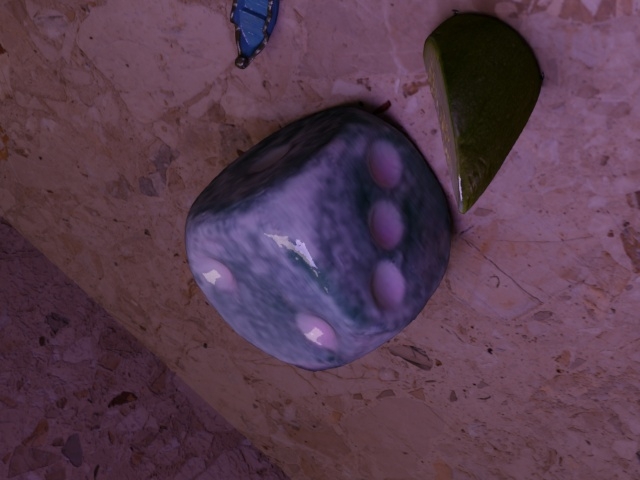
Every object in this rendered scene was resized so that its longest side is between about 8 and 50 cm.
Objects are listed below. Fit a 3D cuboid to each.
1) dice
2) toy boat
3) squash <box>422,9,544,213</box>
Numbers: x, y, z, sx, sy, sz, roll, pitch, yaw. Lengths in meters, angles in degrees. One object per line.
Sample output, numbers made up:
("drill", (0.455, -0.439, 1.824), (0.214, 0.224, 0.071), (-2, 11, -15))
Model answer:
("dice", (0.000, 0.000, 1.653), (0.330, 0.328, 0.348), (-9, 123, 48))
("toy boat", (-0.115, -0.366, 1.579), (0.075, 0.077, 0.185), (28, 143, 16))
("squash", (0.174, -0.193, 1.314), (0.203, 0.288, 0.111), (24, 143, 21))
